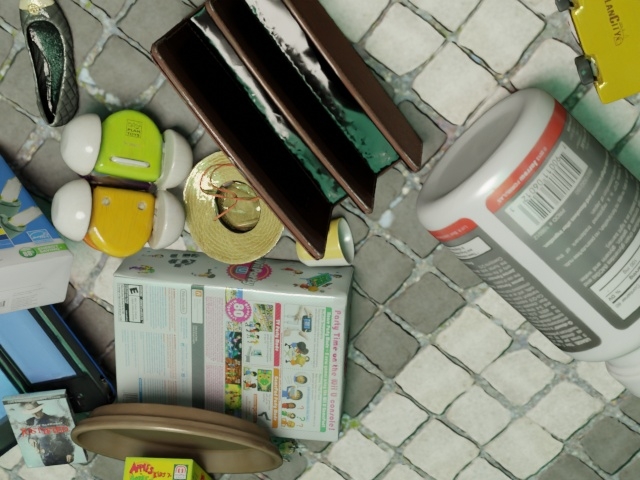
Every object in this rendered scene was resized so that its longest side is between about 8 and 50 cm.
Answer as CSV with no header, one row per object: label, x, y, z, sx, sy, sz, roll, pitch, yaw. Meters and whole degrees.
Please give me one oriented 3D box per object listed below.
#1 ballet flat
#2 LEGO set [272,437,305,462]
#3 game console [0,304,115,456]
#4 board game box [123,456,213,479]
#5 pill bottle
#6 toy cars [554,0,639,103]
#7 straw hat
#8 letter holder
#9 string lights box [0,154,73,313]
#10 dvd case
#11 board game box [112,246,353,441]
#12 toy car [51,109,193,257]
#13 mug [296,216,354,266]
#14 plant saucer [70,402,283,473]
ballet flat,-0.334,-0.225,1.243,0.057,0.049,0.173,-6,112,7
LEGO set,-0.042,0.286,1.445,0.083,0.023,0.054,-34,108,4
game console,-0.464,0.165,1.343,0.250,0.173,0.293,-16,114,45
board game box,-0.207,0.343,1.409,0.092,0.043,0.181,1,157,6
pill bottle,0.306,0.011,1.190,0.363,0.210,0.210,42,110,-12
toy cars,0.419,-0.217,1.155,0.393,0.087,0.176,24,118,-8
straw hat,-0.102,-0.044,1.289,0.144,0.061,0.145,1,93,13
letter holder,-0.030,-0.156,1.151,0.152,0.214,0.302,-34,105,18
string lights box,-0.418,-0.022,1.212,0.260,0.133,0.077,46,131,33
dvd case,-0.368,0.253,1.350,0.087,0.013,0.119,-6,118,4
board game box,-0.115,0.139,1.348,0.303,0.097,0.224,5,114,5
toy car,-0.254,-0.071,1.255,0.159,0.136,0.182,8,88,-28
mug,0.001,0.000,1.299,0.064,0.062,0.078,-11,118,19
plant saucer,-0.185,0.261,1.321,0.277,0.041,0.278,6,157,2
